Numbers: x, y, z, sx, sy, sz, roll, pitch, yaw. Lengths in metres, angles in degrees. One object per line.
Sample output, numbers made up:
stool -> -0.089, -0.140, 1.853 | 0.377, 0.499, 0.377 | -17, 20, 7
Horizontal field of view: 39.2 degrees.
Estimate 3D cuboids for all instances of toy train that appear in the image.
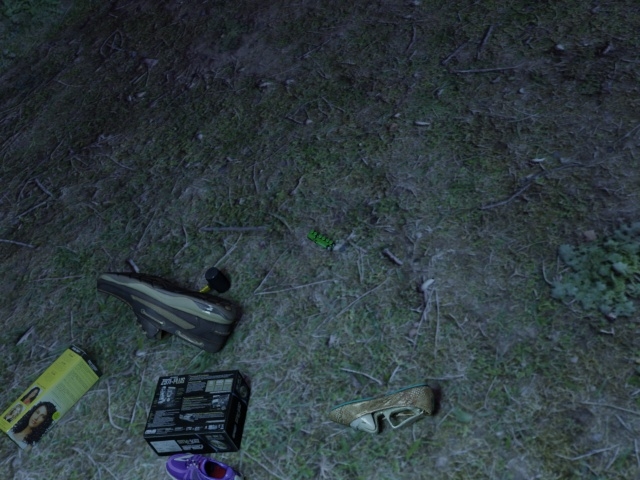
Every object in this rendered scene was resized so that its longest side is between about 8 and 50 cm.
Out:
toy train -> 0.000, 0.000, 2.083 | 0.083, 0.017, 0.023 | 30, 74, 41

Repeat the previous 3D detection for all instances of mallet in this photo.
mallet -> -0.299, 0.129, 2.052 | 0.190, 0.062, 0.039 | -31, 41, -7

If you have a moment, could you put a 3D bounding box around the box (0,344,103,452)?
box -> -0.588, 0.342, 1.954 | 0.058, 0.087, 0.232 | 20, 59, 40

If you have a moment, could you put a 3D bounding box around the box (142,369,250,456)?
box -> -0.246, 0.346, 1.803 | 0.180, 0.077, 0.147 | -8, 45, 16

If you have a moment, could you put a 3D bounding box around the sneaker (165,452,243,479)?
sneaker -> -0.225, 0.432, 1.715 | 0.170, 0.071, 0.068 | 4, 50, 28

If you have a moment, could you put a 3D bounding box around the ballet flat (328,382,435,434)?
ballet flat -> 0.115, 0.324, 1.677 | 0.206, 0.073, 0.067 | -18, 57, 11

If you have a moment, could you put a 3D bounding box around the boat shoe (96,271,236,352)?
boat shoe -> -0.356, 0.157, 1.978 | 0.355, 0.132, 0.130 | 16, 94, 27
